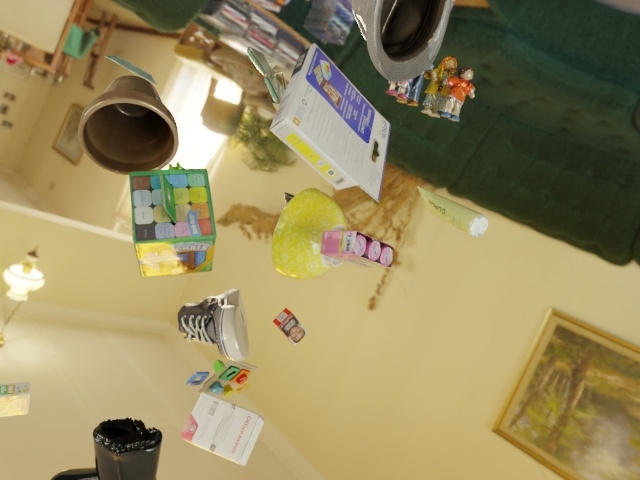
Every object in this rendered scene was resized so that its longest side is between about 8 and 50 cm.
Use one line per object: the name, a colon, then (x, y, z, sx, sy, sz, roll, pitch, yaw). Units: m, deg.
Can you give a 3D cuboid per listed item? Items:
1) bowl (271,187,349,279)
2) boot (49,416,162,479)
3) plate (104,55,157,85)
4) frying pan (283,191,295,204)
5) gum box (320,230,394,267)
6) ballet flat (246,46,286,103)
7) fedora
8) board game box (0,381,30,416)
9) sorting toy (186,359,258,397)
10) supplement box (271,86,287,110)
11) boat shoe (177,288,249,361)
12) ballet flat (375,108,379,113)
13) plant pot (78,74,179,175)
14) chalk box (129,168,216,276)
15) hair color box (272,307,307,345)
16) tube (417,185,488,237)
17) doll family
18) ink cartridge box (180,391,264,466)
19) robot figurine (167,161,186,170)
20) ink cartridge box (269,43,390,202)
bowl: (0.000, 0.000, 1.614, 0.156, 0.290, 0.289, 21, -178, 30)
boot: (-0.431, 0.440, 1.055, 0.246, 0.207, 0.094, 7, -157, 4)
plate: (-0.636, -0.583, 1.806, 0.188, 0.024, 0.188, 29, -174, -4)
frying pan: (-0.003, -0.098, 1.939, 0.326, 0.053, 0.197, 30, -171, 29)
gum box: (0.101, 0.026, 1.393, 0.107, 0.062, 0.188, 0, 167, 39)
ballet flat: (-0.164, -0.549, 1.737, 0.213, 0.068, 0.072, 58, 173, -37)
fedora: (0.146, -0.469, 1.056, 0.124, 0.243, 0.276, 37, 147, 36)
board game box: (-0.671, 0.338, 1.122, 0.103, 0.154, 0.026, 3, -122, -29)
sorting toy: (-0.332, 0.512, 1.923, 0.047, 0.196, 0.347, 53, -175, 31)
supplement box: (-0.112, -0.480, 1.876, 0.056, 0.083, 0.083, 21, 152, 44)
boat shoe: (-0.258, 0.211, 1.252, 0.158, 0.127, 0.340, -15, -172, -6)
ballet flat: (0.137, -0.324, 1.551, 0.074, 0.074, 0.203, 25, -148, 9)
plant pot: (-0.542, -0.355, 1.533, 0.263, 0.263, 0.229, 22, -142, -32)
chalk box: (-0.340, -0.050, 1.230, 0.179, 0.180, 0.289, -5, 159, -17)
hair color box: (-0.109, 0.313, 1.925, 0.043, 0.072, 0.141, 31, 161, 43)
tube: (0.340, -0.075, 1.410, 0.062, 0.070, 0.240, 3, -160, -28)
doll family: (0.271, -0.421, 1.369, 0.262, 0.163, 0.118, 16, -173, -21)
ink cartridge box: (-0.312, 0.609, 1.724, 0.217, 0.159, 0.092, 16, 152, 17)
robot figurine: (-0.459, -0.192, 1.714, 0.101, 0.115, 0.067, -16, -138, -21)
ink cartridge box: (0.040, -0.277, 1.296, 0.072, 0.304, 0.307, -24, 128, 37)
